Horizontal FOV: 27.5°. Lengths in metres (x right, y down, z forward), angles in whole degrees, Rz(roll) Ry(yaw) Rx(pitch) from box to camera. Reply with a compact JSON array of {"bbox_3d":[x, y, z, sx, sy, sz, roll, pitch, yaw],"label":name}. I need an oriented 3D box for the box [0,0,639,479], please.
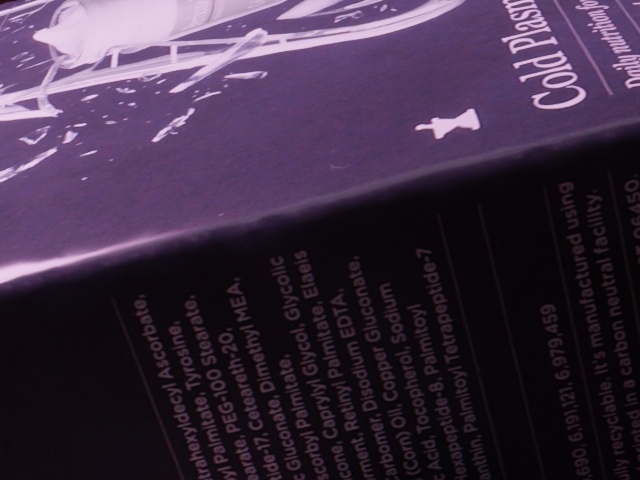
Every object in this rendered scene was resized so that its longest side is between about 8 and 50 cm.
[{"bbox_3d":[0.000,0.000,0.817,0.471,0.297,0.480,-16,27,5],"label":"box"}]
